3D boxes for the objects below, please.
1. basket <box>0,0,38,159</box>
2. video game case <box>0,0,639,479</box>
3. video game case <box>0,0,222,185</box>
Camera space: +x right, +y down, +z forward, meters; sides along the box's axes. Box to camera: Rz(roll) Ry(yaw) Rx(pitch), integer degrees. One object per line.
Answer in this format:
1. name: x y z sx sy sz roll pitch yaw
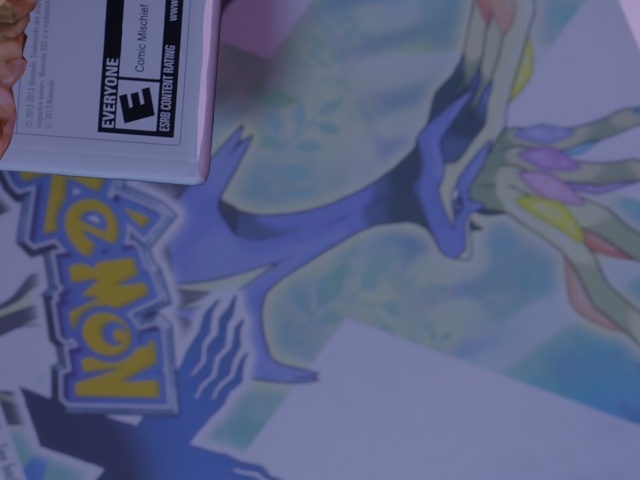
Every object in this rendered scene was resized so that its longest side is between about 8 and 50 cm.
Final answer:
1. basket: -0.160 0.018 0.235 0.299 0.223 0.213 -52 126 -28
2. video game case: 0.000 0.000 0.626 0.299 0.036 0.329 -16 102 2
3. video game case: -0.124 -0.130 0.567 0.193 0.023 0.212 4 92 1
